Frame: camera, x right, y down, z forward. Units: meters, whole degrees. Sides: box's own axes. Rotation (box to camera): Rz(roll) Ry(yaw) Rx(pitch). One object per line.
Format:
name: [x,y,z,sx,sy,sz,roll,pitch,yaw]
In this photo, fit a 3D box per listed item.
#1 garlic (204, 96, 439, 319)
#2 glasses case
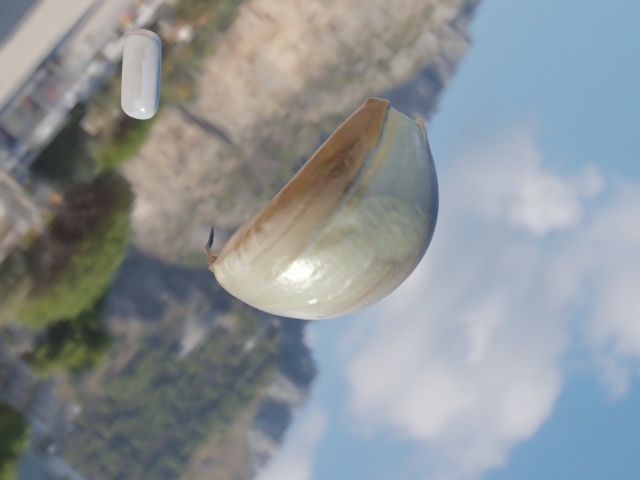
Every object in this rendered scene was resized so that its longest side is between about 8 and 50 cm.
garlic: [-0.006,-0.003,1.342,0.207,0.128,0.115,-35,171,23]
glasses case: [-0.154,-0.142,1.595,0.021,0.032,0.083,-68,165,-56]
